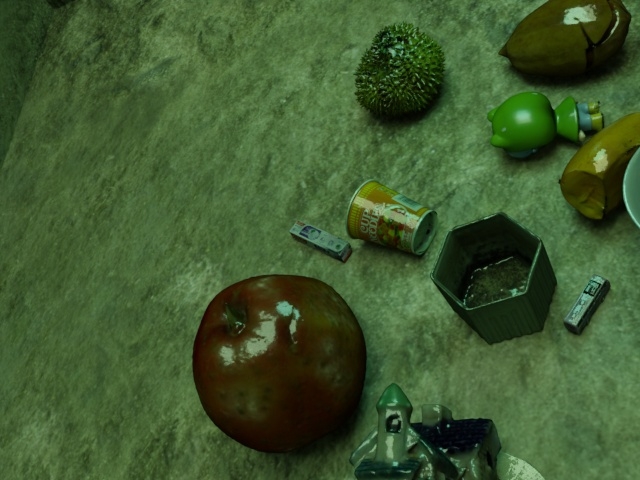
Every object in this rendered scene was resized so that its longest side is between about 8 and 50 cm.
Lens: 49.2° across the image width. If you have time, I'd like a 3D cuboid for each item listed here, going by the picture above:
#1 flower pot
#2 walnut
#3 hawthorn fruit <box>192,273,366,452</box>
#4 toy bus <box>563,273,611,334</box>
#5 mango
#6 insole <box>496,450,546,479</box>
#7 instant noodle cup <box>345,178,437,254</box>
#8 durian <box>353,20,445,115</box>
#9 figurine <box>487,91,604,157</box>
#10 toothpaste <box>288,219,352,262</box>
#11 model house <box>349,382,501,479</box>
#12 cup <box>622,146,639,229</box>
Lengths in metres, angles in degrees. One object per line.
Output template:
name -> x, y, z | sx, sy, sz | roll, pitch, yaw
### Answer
flower pot -> 0.372, 0.082, 1.491 | 0.239, 0.189, 0.209 | -21, 51, 18
walnut -> 0.605, -0.512, 1.769 | 0.336, 0.209, 0.209 | -7, 55, 42
hawthorn fruit -> -0.104, 0.240, 1.530 | 0.402, 0.403, 0.403 | -15, 52, 21
toy bus -> 0.550, 0.130, 1.445 | 0.037, 0.052, 0.131 | 28, 76, 41
mango -> 0.641, -0.181, 1.529 | 0.138, 0.187, 0.257 | 35, 62, 28
insole -> 0.364, 0.446, 1.362 | 0.192, 0.010, 0.063 | 25, 74, 39
instant noodle cup -> 0.183, -0.048, 1.726 | 0.185, 0.168, 0.168 | 24, 73, 31
durian -> 0.228, -0.475, 1.952 | 0.291, 0.224, 0.291 | -31, 53, 54
figurine -> 0.541, -0.286, 1.690 | 0.263, 0.143, 0.162 | -6, 61, 14
toothpaste -> 0.000, 0.000, 1.863 | 0.196, 0.040, 0.047 | 25, 69, 39
model house -> 0.203, 0.419, 1.276 | 0.243, 0.298, 0.284 | -17, 50, 27
cup -> 0.788, -0.073, 1.373 | 0.347, 0.163, 0.347 | -15, 53, 20
